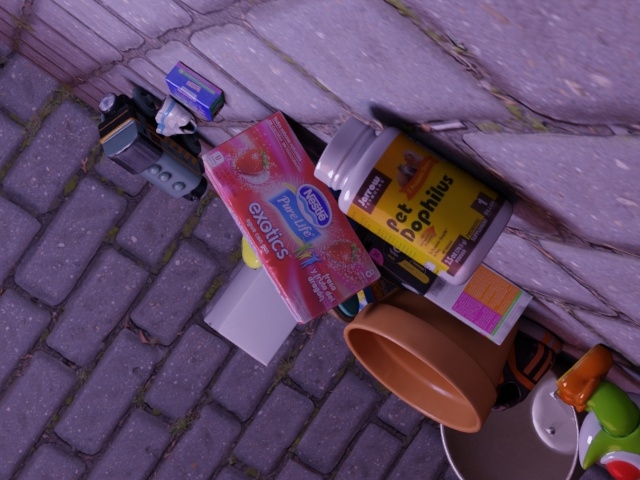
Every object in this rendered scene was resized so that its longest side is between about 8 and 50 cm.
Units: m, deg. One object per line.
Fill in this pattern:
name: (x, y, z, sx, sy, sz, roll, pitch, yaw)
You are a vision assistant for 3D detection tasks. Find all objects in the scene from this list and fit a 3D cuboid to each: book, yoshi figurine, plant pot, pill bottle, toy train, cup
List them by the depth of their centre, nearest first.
pill bottle: (0.103, -0.050, 1.106, 0.215, 0.117, 0.117, 33, 175, 6)
yoshi figurine: (0.561, 0.311, 1.539, 0.362, 0.204, 0.203, 47, 139, 20)
book: (0.253, 0.089, 1.550, 0.144, 0.096, 0.035, 34, 175, 4)
plant pot: (0.217, 0.172, 1.712, 0.291, 0.203, 0.291, 35, 160, 15)
cup: (0.450, 0.374, 2.002, 0.237, 0.331, 0.331, 0, -159, -44)
toy train: (-0.384, -0.211, 2.243, 0.334, 0.142, 0.190, 40, -155, -49)

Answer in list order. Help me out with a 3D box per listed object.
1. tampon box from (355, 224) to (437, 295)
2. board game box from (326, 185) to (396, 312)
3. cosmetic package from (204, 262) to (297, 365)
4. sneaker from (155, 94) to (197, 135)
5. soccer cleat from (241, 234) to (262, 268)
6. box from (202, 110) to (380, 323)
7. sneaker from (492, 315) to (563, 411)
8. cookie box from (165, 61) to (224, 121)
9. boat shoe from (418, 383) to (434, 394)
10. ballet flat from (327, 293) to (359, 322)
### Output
tampon box: (0.128, 0.013, 1.597, 0.120, 0.101, 0.161, 36, 175, -11)
board game box: (0.000, 0.000, 1.862, 0.308, 0.086, 0.302, 30, 154, 37)
cosmetic package: (-0.100, 0.093, 2.283, 0.155, 0.365, 0.197, 36, 175, -17)
sneaker: (-0.309, -0.253, 2.100, 0.083, 0.071, 0.191, 29, 175, -3)
soccer cleat: (-0.144, -0.051, 2.120, 0.289, 0.093, 0.121, -90, -26, -51)
box: (-0.049, -0.029, 1.509, 0.300, 0.142, 0.154, 59, 173, 2)
sneaker: (0.309, 0.214, 1.865, 0.125, 0.180, 0.321, 37, 174, -25)
cookie box: (-0.212, -0.253, 1.643, 0.092, 0.040, 0.107, 35, 175, -1)
boat shoe: (0.202, 0.195, 1.941, 0.105, 0.113, 0.306, 69, -172, -49)
ballet flat: (-0.051, -0.005, 1.647, 0.342, 0.124, 0.116, 65, -156, -3)
